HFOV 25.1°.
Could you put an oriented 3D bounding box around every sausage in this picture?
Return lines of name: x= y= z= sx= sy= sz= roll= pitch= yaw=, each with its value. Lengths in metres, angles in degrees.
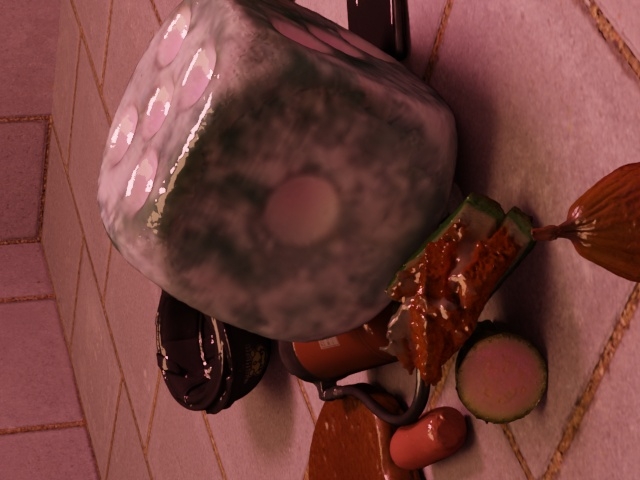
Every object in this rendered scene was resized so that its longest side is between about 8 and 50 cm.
sausage: x=0.133 y=0.249 z=1.800 sx=0.154 sy=0.062 sz=0.062 roll=135 pitch=128 yaw=-64

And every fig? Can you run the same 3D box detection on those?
fig: x=0.268 y=-0.022 z=1.289 sx=0.119 sy=0.153 sz=0.119 roll=9 pitch=-90 yaw=-83

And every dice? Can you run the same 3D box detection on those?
dice: x=-0.058 y=-0.100 z=1.735 sx=0.330 sy=0.328 sz=0.348 roll=-60 pitch=27 yaw=14

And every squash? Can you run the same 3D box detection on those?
squash: x=0.186 y=0.136 z=1.615 sx=0.132 sy=0.105 sz=0.105 roll=-125 pitch=34 yaw=-75

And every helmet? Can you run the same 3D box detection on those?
helmet: x=-0.165 y=0.172 z=2.449 sx=0.279 sy=0.160 sz=0.231 roll=27 pitch=115 yaw=50

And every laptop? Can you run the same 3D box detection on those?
laptop: x=0.070 y=-0.332 z=1.899 sx=0.154 sy=0.026 sz=0.207 roll=176 pitch=90 yaw=-70

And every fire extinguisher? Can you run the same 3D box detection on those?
fire extinguisher: x=0.076 y=0.138 z=1.868 sx=0.200 sy=0.113 sz=0.376 roll=65 pitch=153 yaw=3

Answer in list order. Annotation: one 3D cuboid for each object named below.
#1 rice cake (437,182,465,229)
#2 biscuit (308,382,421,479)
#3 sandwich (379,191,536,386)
rice cake: x=0.128 y=-0.006 z=1.799 sx=0.043 sy=0.034 sz=0.211 roll=68 pitch=154 yaw=19
biscuit: x=0.068 y=0.393 z=1.991 sx=0.359 sy=0.074 sz=0.381 roll=108 pitch=149 yaw=-45
sandwich: x=0.139 y=0.046 z=1.553 sx=0.185 sy=0.109 sz=0.160 roll=-55 pitch=-4 yaw=32
